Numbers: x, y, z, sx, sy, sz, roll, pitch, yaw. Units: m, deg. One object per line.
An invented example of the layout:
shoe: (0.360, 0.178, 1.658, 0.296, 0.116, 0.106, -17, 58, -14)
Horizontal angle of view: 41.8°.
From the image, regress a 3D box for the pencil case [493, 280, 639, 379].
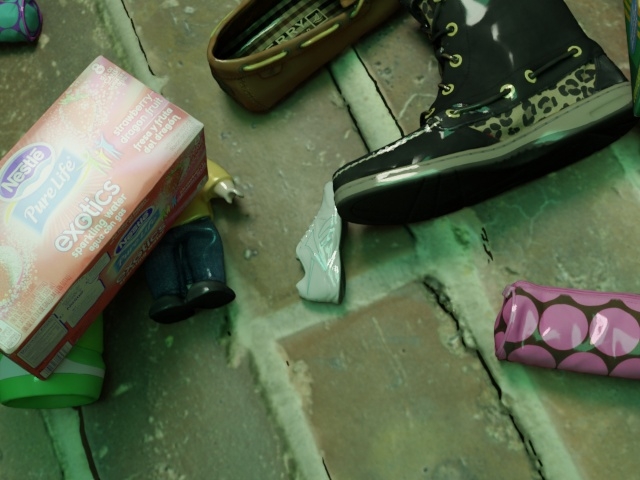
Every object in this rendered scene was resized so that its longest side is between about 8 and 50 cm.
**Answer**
pencil case: (0.295, 0.094, 0.907, 0.209, 0.095, 0.098, 4, 104, 10)

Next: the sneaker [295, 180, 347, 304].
sneaker: (0.000, 0.000, 1.003, 0.061, 0.053, 0.152, 0, 73, 12)

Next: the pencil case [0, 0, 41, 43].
pencil case: (-0.470, -0.309, 1.168, 0.152, 0.064, 0.070, 0, 98, 9)

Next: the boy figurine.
boy figurine: (-0.184, -0.048, 1.029, 0.177, 0.092, 0.285, -18, 74, 6)

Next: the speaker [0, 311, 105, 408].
speaker: (-0.321, 0.045, 1.001, 0.131, 0.131, 0.296, -8, 72, 7)

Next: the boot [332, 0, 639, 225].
boot: (0.157, -0.195, 0.992, 0.378, 0.138, 0.284, -21, 72, -2)

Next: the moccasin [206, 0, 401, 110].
moccasin: (0.009, -0.330, 1.054, 0.380, 0.147, 0.139, -37, 71, -3)

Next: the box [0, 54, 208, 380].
box: (-0.263, -0.021, 0.881, 0.142, 0.154, 0.300, 34, 72, 6)

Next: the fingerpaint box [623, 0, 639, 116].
fingerpaint box: (0.404, -0.403, 0.813, 0.163, 0.444, 0.371, 2, 57, 10)
